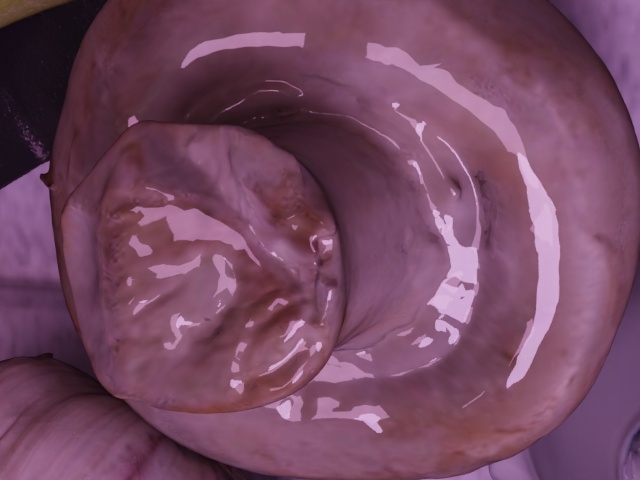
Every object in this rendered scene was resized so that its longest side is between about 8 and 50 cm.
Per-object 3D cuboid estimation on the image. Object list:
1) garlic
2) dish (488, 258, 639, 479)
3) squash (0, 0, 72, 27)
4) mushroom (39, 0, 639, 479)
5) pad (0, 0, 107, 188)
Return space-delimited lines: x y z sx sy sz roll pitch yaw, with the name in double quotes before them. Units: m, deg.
"garlic" -0.134 0.206 0.896 0.245 0.253 0.245 24 158 10
"dish" 0.214 0.115 0.895 0.228 0.086 0.236 44 113 -7
"squash" -0.113 -0.158 0.859 0.224 0.094 0.094 -11 108 9
"mushroom" 0.000 0.000 0.784 0.297 0.290 0.297 5 111 12
"pad" -0.172 -0.099 0.936 0.193 0.004 0.116 -29 102 20
